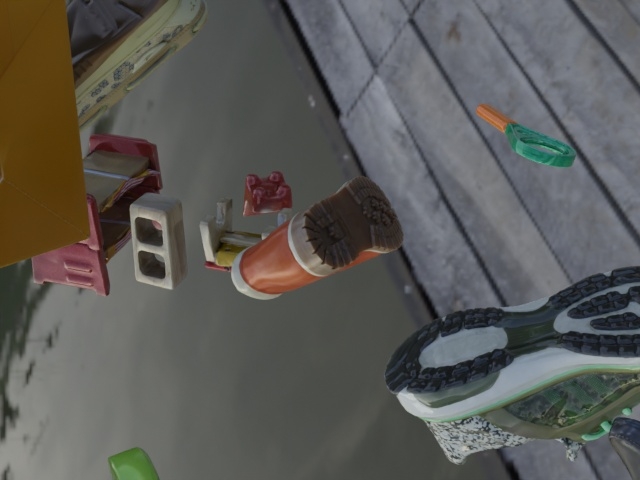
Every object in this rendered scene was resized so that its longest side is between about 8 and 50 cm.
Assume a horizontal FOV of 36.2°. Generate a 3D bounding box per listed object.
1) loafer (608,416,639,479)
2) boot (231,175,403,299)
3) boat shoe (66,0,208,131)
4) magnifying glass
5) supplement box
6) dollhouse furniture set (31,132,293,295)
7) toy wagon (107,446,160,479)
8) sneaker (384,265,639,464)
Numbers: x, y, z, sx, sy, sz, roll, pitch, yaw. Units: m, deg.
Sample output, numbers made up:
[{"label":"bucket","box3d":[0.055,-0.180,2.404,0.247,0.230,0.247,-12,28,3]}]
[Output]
[{"label":"loafer","box3d":[0.280,0.210,0.770,0.170,0.061,0.062,47,163,-9]},{"label":"boot","box3d":[0.000,0.000,0.701,0.084,0.158,0.059,-30,85,31]},{"label":"boat shoe","box3d":[-0.225,-0.140,0.891,0.285,0.089,0.105,-34,63,12]},{"label":"magnifying glass","box3d":[0.307,-0.164,1.500,0.231,0.092,0.026,-131,49,-57]},{"label":"supplement box","box3d":[-0.284,-0.097,0.715,0.194,0.129,0.191,21,121,41]},{"label":"dollhouse furniture set","box3d":[-0.199,-0.020,1.356,0.374,0.201,0.152,10,122,16]},{"label":"toy wagon","box3d":[-0.215,0.214,0.537,0.344,0.267,0.068,111,138,-62]},{"label":"sneaker","box3d":[0.288,0.154,1.076,0.410,0.182,0.158,-12,32,19]}]
